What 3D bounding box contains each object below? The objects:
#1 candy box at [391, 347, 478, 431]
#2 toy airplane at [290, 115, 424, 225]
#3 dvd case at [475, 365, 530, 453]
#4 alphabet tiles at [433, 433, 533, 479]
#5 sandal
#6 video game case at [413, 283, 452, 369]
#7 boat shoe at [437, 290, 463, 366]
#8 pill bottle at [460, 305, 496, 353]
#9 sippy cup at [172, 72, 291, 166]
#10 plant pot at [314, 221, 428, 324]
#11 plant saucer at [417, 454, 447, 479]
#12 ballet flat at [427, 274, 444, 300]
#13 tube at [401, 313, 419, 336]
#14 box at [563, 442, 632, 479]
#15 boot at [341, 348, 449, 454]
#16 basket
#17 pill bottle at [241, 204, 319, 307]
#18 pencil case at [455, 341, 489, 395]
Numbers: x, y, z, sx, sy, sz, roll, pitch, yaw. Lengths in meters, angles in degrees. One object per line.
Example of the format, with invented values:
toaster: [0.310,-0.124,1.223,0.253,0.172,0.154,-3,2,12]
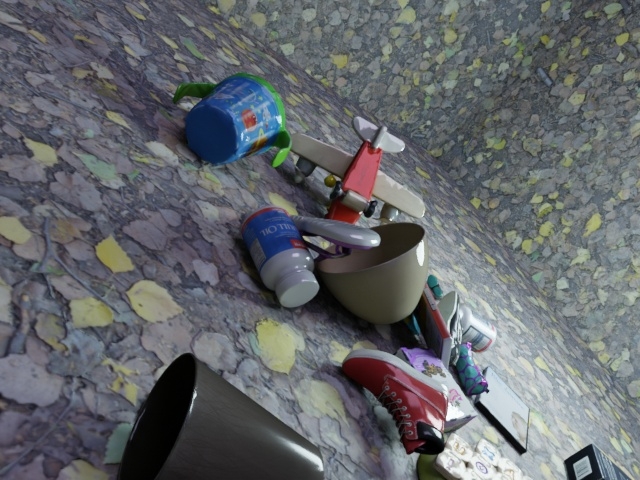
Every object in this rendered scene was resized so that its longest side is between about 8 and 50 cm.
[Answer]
candy box: [0.262,0.356,1.295,0.165,0.070,0.196,14,36,-49]
toy airplane: [0.109,-0.197,1.747,0.384,0.272,0.386,-17,73,-28]
dvd case: [0.534,0.483,1.575,0.180,0.022,0.253,47,23,8]
alphabet tiles: [0.356,0.510,1.075,0.284,0.021,0.278,39,21,18]
sandal: [0.015,0.002,1.308,0.169,0.102,0.416,6,5,-22]
video game case: [0.283,0.194,1.464,0.204,0.025,0.285,79,-6,-52]
boat shoe: [0.376,0.253,1.582,0.079,0.084,0.233,36,49,-22]
pill bottle: [0.454,0.268,1.704,0.180,0.108,0.108,34,25,-20]
sippy cup: [-0.244,-0.315,1.471,0.224,0.306,0.240,-52,139,-57]
plant pot: [0.148,0.098,1.364,0.284,0.284,0.191,-64,137,-66]
plant saucer: [0.308,0.507,1.101,0.241,0.037,0.241,28,21,-12]
ballet flat: [0.401,0.169,1.891,0.041,0.041,0.114,29,27,-29]
tube: [0.213,0.185,1.548,0.207,0.052,0.080,46,27,-10]
box: [0.805,0.706,1.518,0.207,0.108,0.153,44,23,0]
boot: [0.146,0.334,1.108,0.244,0.088,0.176,25,37,1]
basket: [-0.119,0.286,0.715,0.227,0.154,0.204,37,25,-23]
pill bottle: [-0.087,0.036,1.215,0.124,0.124,0.221,16,35,-47]
pencil case: [0.422,0.365,1.538,0.064,0.070,0.151,29,26,-29]
